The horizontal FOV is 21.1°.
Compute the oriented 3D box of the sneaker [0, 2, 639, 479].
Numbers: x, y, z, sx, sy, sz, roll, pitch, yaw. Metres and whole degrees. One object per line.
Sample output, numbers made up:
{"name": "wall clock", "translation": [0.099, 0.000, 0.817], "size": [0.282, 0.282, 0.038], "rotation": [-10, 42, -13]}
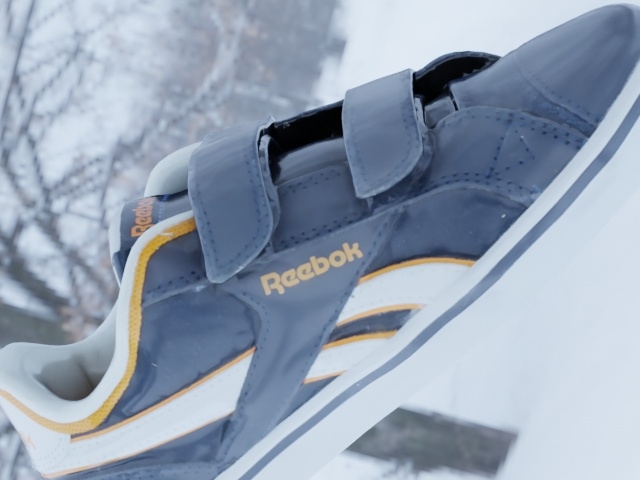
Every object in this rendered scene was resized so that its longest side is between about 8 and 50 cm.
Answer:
{"name": "sneaker", "translation": [0.000, 0.000, 0.684], "size": [0.321, 0.127, 0.126], "rotation": [-43, 12, 12]}
